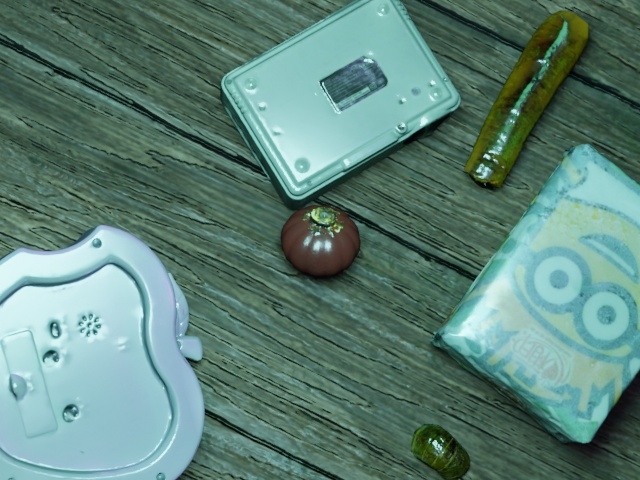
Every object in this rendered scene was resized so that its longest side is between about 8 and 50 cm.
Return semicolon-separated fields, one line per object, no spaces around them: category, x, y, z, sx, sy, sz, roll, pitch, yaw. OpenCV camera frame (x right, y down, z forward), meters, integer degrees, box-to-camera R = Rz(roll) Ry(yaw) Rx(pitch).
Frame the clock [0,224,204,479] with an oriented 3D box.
clock;-0.285;0.154;1.600;0.339;0.102;0.338;3;82;-20

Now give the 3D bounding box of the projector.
projector;0.026;-0.181;1.724;0.257;0.099;0.192;-30;86;-9

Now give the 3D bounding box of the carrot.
carrot;0.267;-0.182;1.764;0.070;0.070;0.260;30;80;0

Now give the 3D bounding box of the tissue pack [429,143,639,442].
tissue pack;0.317;0.067;1.696;0.228;0.128;0.311;37;81;2

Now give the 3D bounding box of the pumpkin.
pumpkin;0.153;0.264;1.697;0.083;0.028;0.050;37;77;-3

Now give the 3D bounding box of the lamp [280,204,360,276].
lamp;0.000;0.000;1.696;0.101;0.090;0.101;4;44;-4
